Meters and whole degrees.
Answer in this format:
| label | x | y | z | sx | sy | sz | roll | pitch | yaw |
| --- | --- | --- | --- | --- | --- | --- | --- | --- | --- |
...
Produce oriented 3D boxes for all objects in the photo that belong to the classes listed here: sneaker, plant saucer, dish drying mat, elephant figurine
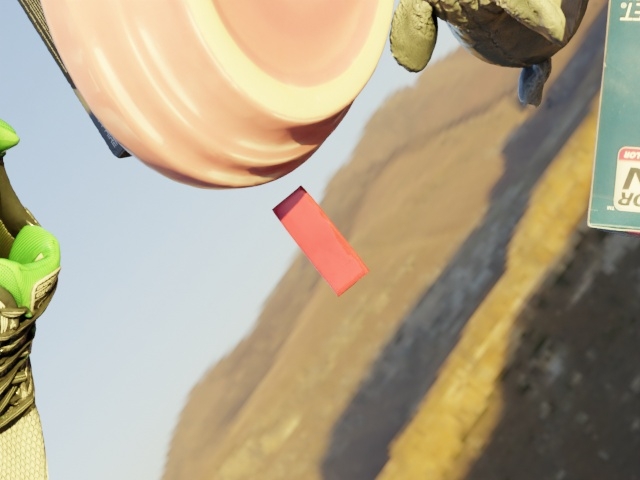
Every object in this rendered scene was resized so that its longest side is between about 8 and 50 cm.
| label | x | y | z | sx | sy | sz | roll | pitch | yaw |
| --- | --- | --- | --- | --- | --- | --- | --- | --- | --- |
| sneaker | -0.257 | 0.064 | 1.134 | 0.134 | 0.146 | 0.344 | -53 | -41 | -55 |
| plant saucer | -0.049 | -0.200 | 1.036 | 0.084 | 0.332 | 0.332 | -3 | 33 | 37 |
| dish drying mat | 0.000 | 0.000 | 1.176 | 0.032 | 0.083 | 0.008 | -39 | -3 | 12 |
| elephant figurine | 0.109 | -0.197 | 1.131 | 0.169 | 0.186 | 0.239 | -51 | -8 | 27 |

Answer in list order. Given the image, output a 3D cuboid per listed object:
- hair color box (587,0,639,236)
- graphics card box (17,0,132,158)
| label | x | y | z | sx | sy | sz | roll | pitch | yaw |
| --- | --- | --- | --- | --- | --- | --- | --- | --- | --- |
| hair color box | 0.253 | -0.172 | 1.030 | 0.174 | 0.105 | 0.347 | 7 | -92 | -71 |
| graphics card box | -0.112 | -0.270 | 1.379 | 0.371 | 0.233 | 0.094 | -42 | -14 | 34 |
